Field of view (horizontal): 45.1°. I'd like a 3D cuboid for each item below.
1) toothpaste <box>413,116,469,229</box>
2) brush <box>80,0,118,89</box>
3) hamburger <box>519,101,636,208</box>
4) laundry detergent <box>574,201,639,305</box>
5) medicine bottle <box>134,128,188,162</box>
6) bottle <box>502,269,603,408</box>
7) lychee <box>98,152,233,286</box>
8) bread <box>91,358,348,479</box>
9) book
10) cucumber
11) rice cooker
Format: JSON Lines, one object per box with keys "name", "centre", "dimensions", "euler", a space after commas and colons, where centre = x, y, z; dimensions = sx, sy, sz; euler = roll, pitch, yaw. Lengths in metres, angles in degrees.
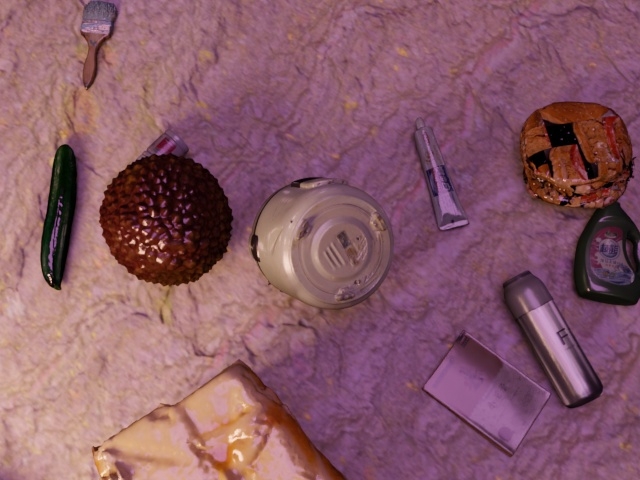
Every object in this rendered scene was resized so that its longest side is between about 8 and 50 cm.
{"name": "toothpaste", "centre": [0.225, -0.132, 1.498], "dimensions": [0.060, 0.038, 0.234], "euler": [-16, 78, -4]}
{"name": "brush", "centre": [-0.453, -0.390, 1.543], "dimensions": [0.070, 0.021, 0.197], "euler": [6, 76, -2]}
{"name": "hamburger", "centre": [0.490, -0.168, 1.471], "dimensions": [0.230, 0.107, 0.231], "euler": [-6, 60, 10]}
{"name": "laundry detergent", "centre": [0.554, 0.013, 1.461], "dimensions": [0.137, 0.063, 0.211], "euler": [12, 71, -2]}
{"name": "medicine bottle", "centre": [-0.301, -0.161, 1.462], "dimensions": [0.058, 0.058, 0.091], "euler": [41, 76, 8]}
{"name": "bottle", "centre": [0.422, 0.175, 1.400], "dimensions": [0.096, 0.079, 0.254], "euler": [-15, 72, -47]}
{"name": "lychee", "centre": [-0.264, -0.031, 1.336], "dimensions": [0.235, 0.271, 0.236], "euler": [-5, 115, -11]}
{"name": "bread", "centre": [-0.110, 0.390, 1.153], "dimensions": [0.279, 0.371, 0.390], "euler": [-40, 79, -14]}
{"name": "book", "centre": [0.301, 0.274, 1.393], "dimensions": [0.198, 0.016, 0.138], "euler": [37, 75, 7]}
{"name": "cucumber", "centre": [-0.483, -0.048, 1.423], "dimensions": [0.056, 0.056, 0.285], "euler": [1, 73, -3]}
{"name": "rice cooker", "centre": [0.000, 0.000, 1.341], "dimensions": [0.225, 0.244, 0.226], "euler": [-1, 93, -19]}
